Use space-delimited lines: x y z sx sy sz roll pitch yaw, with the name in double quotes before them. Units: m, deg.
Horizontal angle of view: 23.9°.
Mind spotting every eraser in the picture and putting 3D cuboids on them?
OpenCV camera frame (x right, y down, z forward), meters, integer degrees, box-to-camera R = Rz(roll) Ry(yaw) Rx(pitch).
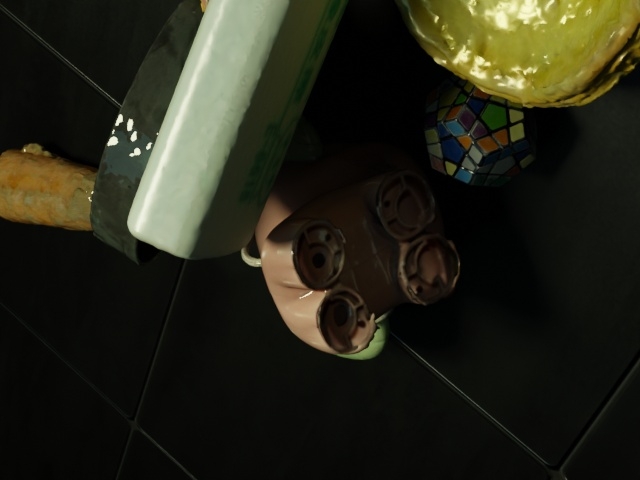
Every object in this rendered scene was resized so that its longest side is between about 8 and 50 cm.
"eraser" -0.060 -0.138 1.269 0.104 0.189 0.290 24 104 4

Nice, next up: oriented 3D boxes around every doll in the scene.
"doll" 0.000 0.000 1.464 0.268 0.216 0.284 2 116 58

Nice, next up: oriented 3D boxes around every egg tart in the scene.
"egg tart" 0.172 -0.246 1.185 0.294 0.123 0.294 27 138 28

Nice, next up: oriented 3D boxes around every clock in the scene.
"clock" -0.135 -0.113 1.444 0.055 0.280 0.280 25 136 5

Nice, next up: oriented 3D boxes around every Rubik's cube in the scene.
"Rubik's cube" 0.142 -0.100 1.344 0.093 0.111 0.111 -6 116 19

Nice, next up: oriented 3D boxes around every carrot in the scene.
"carrot" -0.282 -0.047 1.803 0.263 0.102 0.102 13 127 34

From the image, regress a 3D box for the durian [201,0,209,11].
"durian" -0.094 -0.355 1.346 0.186 0.154 0.260 31 129 35
